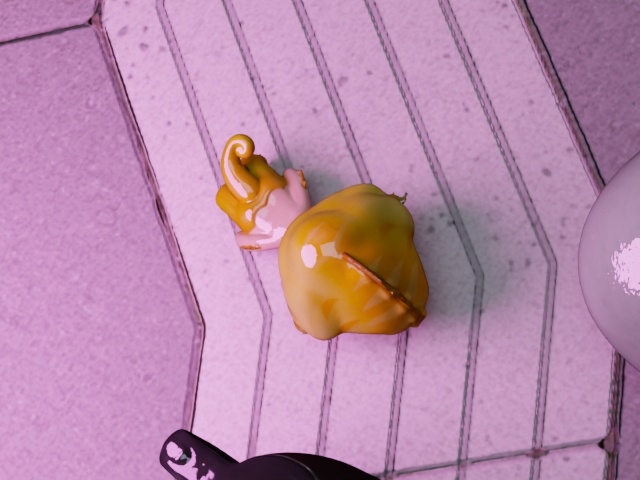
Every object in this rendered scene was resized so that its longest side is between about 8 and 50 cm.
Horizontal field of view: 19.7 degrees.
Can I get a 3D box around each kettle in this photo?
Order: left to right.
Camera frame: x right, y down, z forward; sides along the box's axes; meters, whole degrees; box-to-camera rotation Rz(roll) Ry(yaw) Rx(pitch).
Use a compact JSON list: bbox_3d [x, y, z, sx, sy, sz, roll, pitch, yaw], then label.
[{"bbox_3d":[-0.029,0.226,1.525,0.202,0.232,0.144,40,87,23],"label":"kettle"}]

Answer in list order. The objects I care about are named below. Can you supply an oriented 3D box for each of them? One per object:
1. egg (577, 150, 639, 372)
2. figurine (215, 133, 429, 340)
[{"bbox_3d":[0.396,0.015,1.441,0.388,0.276,0.276,0,74,15],"label":"egg"},{"bbox_3d":[0.000,0.000,1.650,0.246,0.131,0.156,33,87,36],"label":"figurine"}]
